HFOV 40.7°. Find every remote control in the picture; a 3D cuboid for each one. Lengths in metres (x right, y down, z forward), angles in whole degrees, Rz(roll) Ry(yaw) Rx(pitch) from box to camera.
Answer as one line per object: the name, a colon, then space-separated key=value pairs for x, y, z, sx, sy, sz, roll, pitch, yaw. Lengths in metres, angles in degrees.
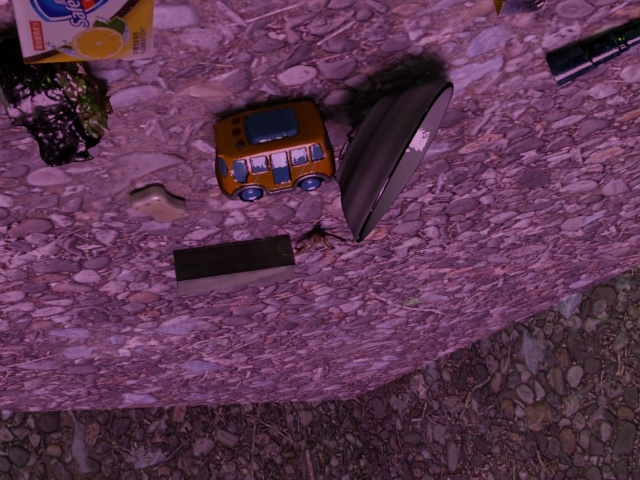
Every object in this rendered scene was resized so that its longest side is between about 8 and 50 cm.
remote control: x=-0.312 y=-0.069 z=1.667 sx=0.074 sy=0.032 sz=0.122 roll=-19 pitch=157 yaw=16

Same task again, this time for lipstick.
lipstick: x=0.503 y=-0.332 z=1.457 sx=0.234 sy=0.054 sz=0.053 roll=-22 pitch=156 yaw=16

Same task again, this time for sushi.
sushi: x=-0.361 y=-0.192 z=1.194 sx=0.114 sy=0.147 sz=0.212 roll=-13 pitch=154 yaw=2

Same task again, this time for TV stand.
TV stand: x=-0.196 y=0.056 z=1.971 sx=0.269 sy=0.083 sz=0.088 roll=-7 pitch=155 yaw=-11

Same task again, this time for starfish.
starfish: x=0.001 y=-0.006 z=1.976 sx=0.132 sy=0.041 sz=0.130 roll=-12 pitch=165 yaw=-8

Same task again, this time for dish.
dish: x=0.107 y=-0.152 z=1.476 sx=0.106 sy=0.316 sz=0.316 roll=31 pitch=158 yaw=9

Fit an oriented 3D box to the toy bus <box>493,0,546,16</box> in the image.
toy bus: x=0.288 y=-0.393 z=1.155 sx=0.081 sy=0.074 sz=0.226 roll=-11 pitch=158 yaw=-8

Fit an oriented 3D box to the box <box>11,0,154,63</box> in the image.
box: x=-0.275 y=-0.321 z=0.992 sx=0.168 sy=0.097 sz=0.265 roll=-6 pitch=157 yaw=-16

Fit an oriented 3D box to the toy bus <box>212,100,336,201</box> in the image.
toy bus: x=-0.083 y=-0.157 z=1.463 sx=0.209 sy=0.126 sz=0.136 roll=-11 pitch=150 yaw=-2
